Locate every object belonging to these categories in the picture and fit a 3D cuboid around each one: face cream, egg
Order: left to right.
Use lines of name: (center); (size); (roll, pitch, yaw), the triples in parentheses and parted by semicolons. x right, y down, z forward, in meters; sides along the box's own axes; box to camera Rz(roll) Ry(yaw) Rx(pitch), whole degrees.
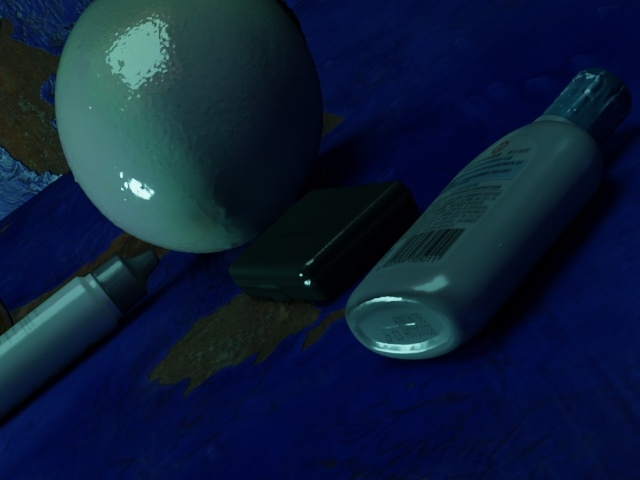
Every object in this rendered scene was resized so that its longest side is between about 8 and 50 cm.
face cream: (-0.344, 0.116, 1.832); (0.311, 0.092, 0.092); (-40, 15, -6)
egg: (-0.162, -0.134, 1.748); (0.354, 0.354, 0.340); (-32, 38, 16)
face cream: (0.162, -0.033, 1.176); (0.336, 0.080, 0.163); (-46, 17, -31)

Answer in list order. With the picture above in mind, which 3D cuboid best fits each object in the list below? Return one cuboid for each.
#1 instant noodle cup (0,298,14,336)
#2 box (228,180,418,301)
instant noodle cup: (-0.631, 0.178, 2.081); (0.255, 0.244, 0.244); (-38, 14, 21)
box: (0.000, 0.000, 1.493); (0.160, 0.050, 0.230); (-43, 16, -19)
